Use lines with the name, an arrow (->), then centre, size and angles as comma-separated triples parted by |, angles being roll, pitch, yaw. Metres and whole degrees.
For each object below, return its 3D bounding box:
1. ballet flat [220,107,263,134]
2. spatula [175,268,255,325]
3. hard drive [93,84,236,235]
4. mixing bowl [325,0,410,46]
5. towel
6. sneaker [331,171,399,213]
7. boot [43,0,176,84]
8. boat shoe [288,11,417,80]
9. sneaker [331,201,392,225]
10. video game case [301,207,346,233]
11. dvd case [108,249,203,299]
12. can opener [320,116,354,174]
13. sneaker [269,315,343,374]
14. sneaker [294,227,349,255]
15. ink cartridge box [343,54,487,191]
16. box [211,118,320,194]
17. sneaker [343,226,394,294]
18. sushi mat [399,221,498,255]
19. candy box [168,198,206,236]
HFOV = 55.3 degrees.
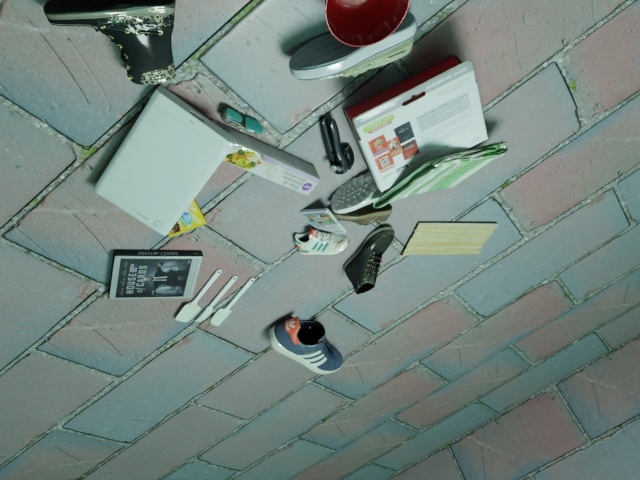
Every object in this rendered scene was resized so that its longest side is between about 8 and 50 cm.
ballet flat -> -0.188, -0.277, 1.435 | 0.114, 0.041, 0.041 | 23, 123, -39
spatula -> -0.322, 0.182, 1.882 | 0.168, 0.019, 0.242 | 19, 125, -37
hard drive -> -0.362, -0.174, 1.406 | 0.203, 0.040, 0.307 | 35, 117, -16
mixing bowl -> 0.083, -0.504, 1.255 | 0.181, 0.098, 0.182 | -12, 138, -11
towel -> 0.328, -0.173, 1.641 | 0.324, 0.038, 0.248 | -19, 169, -37
sneaker -> 0.140, -0.136, 1.696 | 0.235, 0.090, 0.095 | -29, 148, 10
boot -> -0.395, -0.385, 1.185 | 0.236, 0.085, 0.179 | -9, 140, -15
boat shoe -> 0.079, -0.409, 1.353 | 0.302, 0.109, 0.094 | -21, 143, -4
sneaker -> 0.118, -0.068, 1.768 | 0.188, 0.066, 0.071 | -4, 137, -19
video game case -> 0.010, -0.054, 1.743 | 0.087, 0.011, 0.122 | -2, 150, 32
dvd case -> -0.465, 0.097, 1.720 | 0.238, 0.030, 0.179 | 1, 134, -25
can opener -> 0.035, -0.241, 1.564 | 0.059, 0.073, 0.186 | 6, 145, 28
sneaker -> -0.011, 0.360, 2.125 | 0.148, 0.131, 0.350 | -37, 137, 24
sneaker -> 0.000, 0.000, 1.772 | 0.161, 0.057, 0.075 | -5, 138, 17
ink cartridge box -> 0.231, -0.308, 1.507 | 0.309, 0.130, 0.272 | -26, 141, 4
box -> -0.144, -0.200, 1.510 | 0.323, 0.067, 0.063 | 19, 126, -39
sneaker -> 0.168, 0.065, 1.894 | 0.083, 0.118, 0.222 | 15, 127, -35
sushi mat -> 0.426, -0.003, 2.011 | 0.316, 0.019, 0.152 | 0, 134, -23
candy box -> -0.374, -0.097, 1.550 | 0.105, 0.027, 0.206 | -23, 140, -4
